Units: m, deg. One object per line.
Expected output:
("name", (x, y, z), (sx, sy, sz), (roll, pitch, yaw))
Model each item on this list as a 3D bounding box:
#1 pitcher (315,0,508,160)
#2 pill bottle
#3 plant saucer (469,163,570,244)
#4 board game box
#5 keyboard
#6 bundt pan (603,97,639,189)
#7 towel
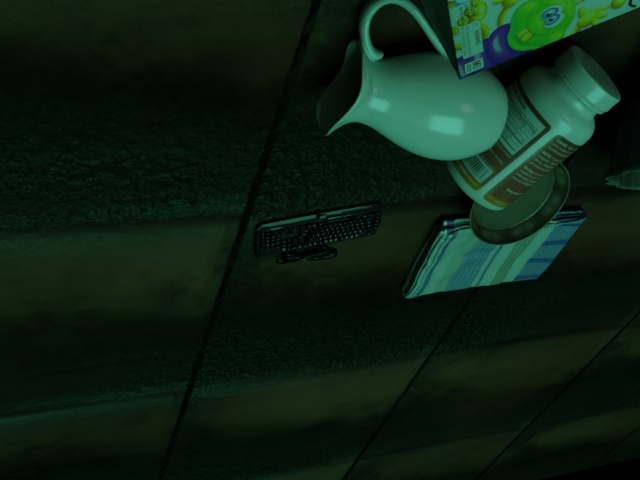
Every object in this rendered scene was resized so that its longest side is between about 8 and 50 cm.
("pitcher", (0.119, -0.185, 1.039), (0.207, 0.125, 0.178), (9, 123, -21))
("pill bottle", (0.273, -0.146, 1.163), (0.121, 0.121, 0.216), (16, 133, -43))
("plant saucer", (0.297, -0.065, 1.358), (0.168, 0.029, 0.168), (-14, 136, -14))
("board game box", (0.234, -0.301, 0.892), (0.275, 0.144, 0.142), (-22, 148, 4))
("keyboard", (0.000, 0.000, 1.308), (0.192, 0.038, 0.100), (-10, 146, -14))
("bundt pan", (0.559, -0.142, 1.229), (0.330, 0.124, 0.331), (1, 176, 0))
("towel", (0.289, 0.023, 1.504), (0.284, 0.034, 0.209), (-6, 145, -22))
